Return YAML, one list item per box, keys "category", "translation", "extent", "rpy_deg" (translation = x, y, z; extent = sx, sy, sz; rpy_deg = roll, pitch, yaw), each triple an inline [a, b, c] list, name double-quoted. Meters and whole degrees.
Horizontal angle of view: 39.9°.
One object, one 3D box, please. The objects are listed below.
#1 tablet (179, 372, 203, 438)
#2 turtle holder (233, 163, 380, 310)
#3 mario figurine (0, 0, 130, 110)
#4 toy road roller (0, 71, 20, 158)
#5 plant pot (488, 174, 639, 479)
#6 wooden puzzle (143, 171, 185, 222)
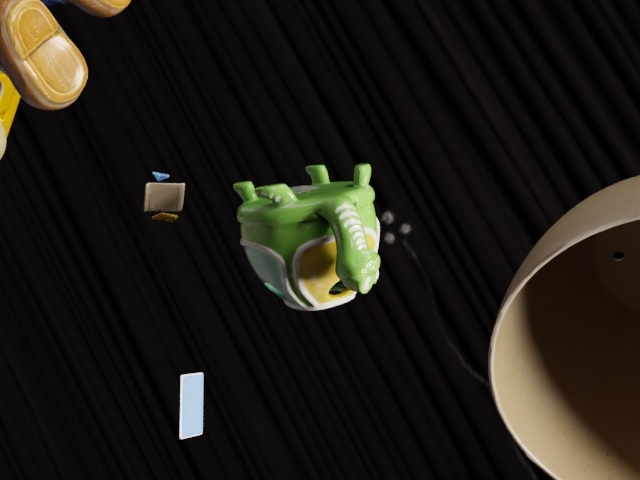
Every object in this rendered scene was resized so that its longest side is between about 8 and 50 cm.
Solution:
- category: "tablet"
  translation: [-0.172, 0.220, 1.174]
  extent: [0.006, 0.083, 0.054]
  rpy_deg: [-2, 175, 25]
- category: "turtle holder"
  translation: [0.007, -0.004, 1.505]
  extent: [0.320, 0.227, 0.243]
  rpy_deg: [-1, -167, 38]
- category: "mario figurine"
  translation: [-0.283, -0.159, 0.704]
  extent: [0.320, 0.170, 0.198]
  rpy_deg: [7, -151, 34]
- category: "toy road roller"
  translation: [-0.594, -0.271, 1.345]
  extent: [0.202, 0.240, 0.330]
  rpy_deg: [-64, 176, -73]
- category: "plant pot"
  translation: [0.289, 0.056, 0.706]
  extent: [0.284, 0.284, 0.191]
  rpy_deg: [-31, -164, 31]
- category: "wooden puzzle"
  translation: [-0.288, -0.080, 1.623]
  extent: [0.078, 0.014, 0.116]
  rpy_deg: [3, 133, -23]
